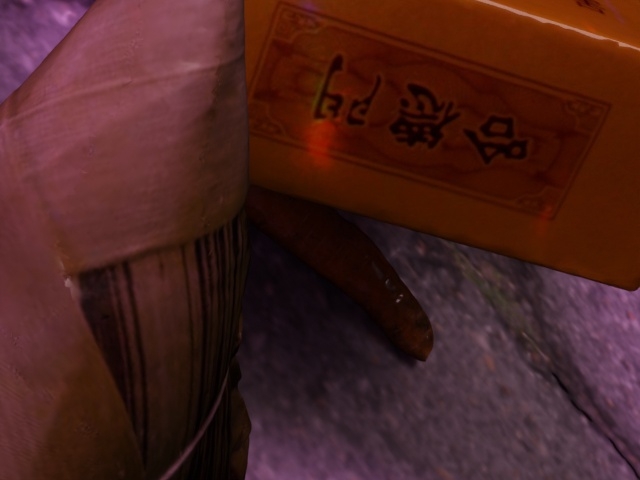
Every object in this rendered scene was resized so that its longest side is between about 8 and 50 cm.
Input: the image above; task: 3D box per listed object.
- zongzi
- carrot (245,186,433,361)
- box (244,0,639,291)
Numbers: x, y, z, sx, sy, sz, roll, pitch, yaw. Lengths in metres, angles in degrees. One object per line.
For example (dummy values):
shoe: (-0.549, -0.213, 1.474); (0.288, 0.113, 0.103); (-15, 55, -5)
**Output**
zongzi: (-0.136, 0.037, 0.380); (0.145, 0.300, 0.274); (34, 41, 24)
carrot: (0.000, 0.000, 0.696); (0.191, 0.047, 0.047); (44, 43, -10)
box: (0.030, -0.153, 0.647); (0.264, 0.115, 0.415); (14, 28, -12)
